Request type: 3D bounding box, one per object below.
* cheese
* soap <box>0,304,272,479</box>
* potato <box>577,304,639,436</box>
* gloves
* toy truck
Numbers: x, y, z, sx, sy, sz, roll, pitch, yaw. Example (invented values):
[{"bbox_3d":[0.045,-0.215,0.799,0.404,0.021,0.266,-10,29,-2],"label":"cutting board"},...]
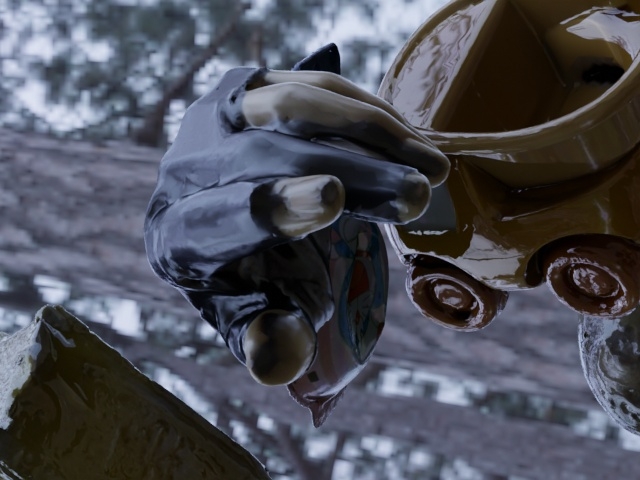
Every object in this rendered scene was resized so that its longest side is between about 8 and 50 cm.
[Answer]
[{"bbox_3d":[0.000,0.000,1.325,0.189,0.074,0.286,-44,-44,-61],"label":"cheese"},{"bbox_3d":[-0.136,0.161,1.205,0.233,0.076,0.135,44,-138,-27],"label":"soap"},{"bbox_3d":[0.327,0.074,1.793,0.165,0.165,0.262,35,-128,-49],"label":"potato"},{"bbox_3d":[-0.024,-0.009,1.052,0.152,0.301,0.197,11,-99,-21],"label":"gloves"},{"bbox_3d":[0.168,-0.068,1.386,0.212,0.288,0.204,57,-134,-32],"label":"toy truck"}]
